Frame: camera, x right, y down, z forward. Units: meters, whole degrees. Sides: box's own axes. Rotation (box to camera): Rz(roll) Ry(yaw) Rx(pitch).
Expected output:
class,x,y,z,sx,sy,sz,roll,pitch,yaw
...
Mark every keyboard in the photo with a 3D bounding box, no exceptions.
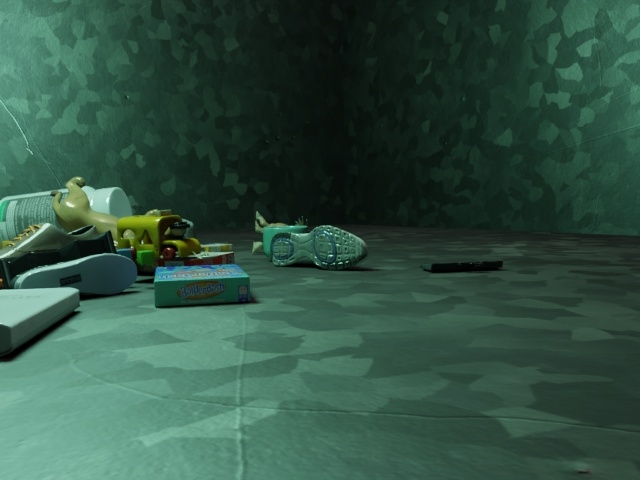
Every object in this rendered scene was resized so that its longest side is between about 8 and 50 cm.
class,x,y,z,sx,sy,sz,roll,pitch,yaw
keyboard,0.337,0.061,1.468,0.180,0.023,0.108,-3,-2,-13

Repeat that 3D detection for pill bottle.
class,x,y,z,sx,sy,sz,roll,pitch,yaw
pill bottle,-0.781,-0.057,1.909,0.361,0.204,0.204,-7,3,7

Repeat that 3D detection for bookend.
class,x,y,z,sx,sy,sz,roll,pitch,yaw
bookend,-0.515,0.042,1.228,0.156,0.072,0.157,-22,-8,32

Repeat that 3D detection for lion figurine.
class,x,y,z,sx,sy,sz,roll,pitch,yaw
lion figurine,-0.534,-0.033,1.559,0.392,0.142,0.240,16,19,-2

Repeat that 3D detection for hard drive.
class,x,y,z,sx,sy,sz,roll,pitch,yaw
hard drive,-0.468,0.105,0.840,0.203,0.040,0.307,-2,4,-7

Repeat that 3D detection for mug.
class,x,y,z,sx,sy,sz,roll,pitch,yaw
mug,-0.099,0.009,1.788,0.129,0.097,0.158,-2,3,-2

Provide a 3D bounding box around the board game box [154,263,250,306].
class,x,y,z,sx,sy,sz,roll,pitch,yaw
board game box,-0.220,0.078,1.138,0.160,0.047,0.210,-2,5,-14

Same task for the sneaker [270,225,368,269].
class,x,y,z,sx,sy,sz,roll,pitch,yaw
sneaker,0.008,0.018,1.603,0.297,0.111,0.129,4,0,41

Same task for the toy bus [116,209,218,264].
class,x,y,z,sx,sy,sz,roll,pitch,yaw
toy bus,-0.341,-0.013,1.345,0.202,0.104,0.191,-5,6,-21

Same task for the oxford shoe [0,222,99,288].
class,x,y,z,sx,sy,sz,roll,pitch,yaw
oxford shoe,-0.637,0.029,1.337,0.130,0.132,0.364,2,5,33

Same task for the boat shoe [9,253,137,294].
class,x,y,z,sx,sy,sz,roll,pitch,yaw
boat shoe,-0.456,0.071,1.151,0.076,0.080,0.228,5,14,43

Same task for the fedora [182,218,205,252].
class,x,y,z,sx,sy,sz,roll,pitch,yaw
fedora,-0.492,-0.009,1.947,0.275,0.124,0.244,2,4,41

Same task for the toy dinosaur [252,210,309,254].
class,x,y,z,sx,sy,sz,roll,pitch,yaw
toy dinosaur,-0.117,-0.014,2.038,0.200,0.127,0.295,6,9,-6

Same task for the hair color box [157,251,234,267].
class,x,y,z,sx,sy,sz,roll,pitch,yaw
hair color box,-0.277,0.059,1.408,0.093,0.053,0.167,0,6,26

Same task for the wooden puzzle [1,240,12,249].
class,x,y,z,sx,sy,sz,roll,pitch,yaw
wooden puzzle,-0.686,0.037,1.633,0.322,0.080,0.348,2,5,38

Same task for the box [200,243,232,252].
class,x,y,z,sx,sy,sz,roll,pitch,yaw
box,-0.365,0.027,2.128,0.081,0.028,0.136,2,2,35
